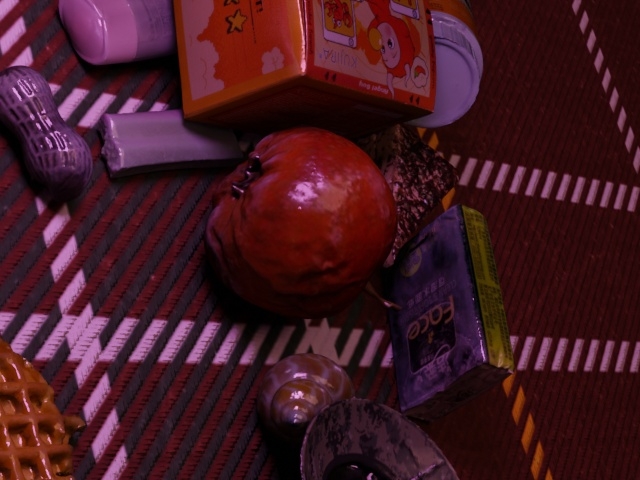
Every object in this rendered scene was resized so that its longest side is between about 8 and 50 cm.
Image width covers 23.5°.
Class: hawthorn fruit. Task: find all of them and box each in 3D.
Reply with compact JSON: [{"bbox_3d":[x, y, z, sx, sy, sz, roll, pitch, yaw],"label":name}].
[{"bbox_3d":[0.000,0.000,1.861,0.271,0.242,0.242,41,40,-24],"label":"hawthorn fruit"}]

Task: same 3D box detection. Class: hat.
[{"bbox_3d":[0.044,0.319,1.748,0.265,0.128,0.266,29,43,-31],"label":"hat"}]

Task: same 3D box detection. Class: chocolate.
[{"bbox_3d":[-0.311,-0.121,1.726,0.072,0.072,0.167,-24,80,-52],"label":"chocolate"}]

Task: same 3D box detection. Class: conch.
[{"bbox_3d":[-0.011,0.189,1.808,0.173,0.106,0.116,34,60,-47],"label":"conch"}]

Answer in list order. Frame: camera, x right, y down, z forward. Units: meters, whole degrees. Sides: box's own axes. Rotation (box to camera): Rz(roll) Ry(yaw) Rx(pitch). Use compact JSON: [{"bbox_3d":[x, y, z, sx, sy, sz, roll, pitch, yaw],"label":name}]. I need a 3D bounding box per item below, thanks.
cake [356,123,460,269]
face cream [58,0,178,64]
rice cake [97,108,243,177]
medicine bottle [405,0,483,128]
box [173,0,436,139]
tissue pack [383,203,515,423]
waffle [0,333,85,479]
[{"bbox_3d":[0.072,-0.053,2.066,0.135,0.112,0.246,49,41,-6],"label":"cake"},{"bbox_3d":[-0.209,-0.284,1.952,0.269,0.073,0.107,-19,75,-52],"label":"face cream"},{"bbox_3d":[-0.185,-0.125,1.890,0.221,0.042,0.080,-10,76,-50],"label":"rice cake"},{"bbox_3d":[0.146,-0.286,2.200,0.158,0.158,0.318,40,23,-20],"label":"medicine bottle"},{"bbox_3d":[-0.020,-0.279,1.951,0.283,0.213,0.260,8,74,-53],"label":"box"},{"bbox_3d":[0.161,0.096,2.002,0.073,0.173,0.236,16,53,-32],"label":"tissue pack"},{"bbox_3d":[-0.341,0.187,1.489,0.254,0.052,0.245,44,38,-15],"label":"waffle"}]
